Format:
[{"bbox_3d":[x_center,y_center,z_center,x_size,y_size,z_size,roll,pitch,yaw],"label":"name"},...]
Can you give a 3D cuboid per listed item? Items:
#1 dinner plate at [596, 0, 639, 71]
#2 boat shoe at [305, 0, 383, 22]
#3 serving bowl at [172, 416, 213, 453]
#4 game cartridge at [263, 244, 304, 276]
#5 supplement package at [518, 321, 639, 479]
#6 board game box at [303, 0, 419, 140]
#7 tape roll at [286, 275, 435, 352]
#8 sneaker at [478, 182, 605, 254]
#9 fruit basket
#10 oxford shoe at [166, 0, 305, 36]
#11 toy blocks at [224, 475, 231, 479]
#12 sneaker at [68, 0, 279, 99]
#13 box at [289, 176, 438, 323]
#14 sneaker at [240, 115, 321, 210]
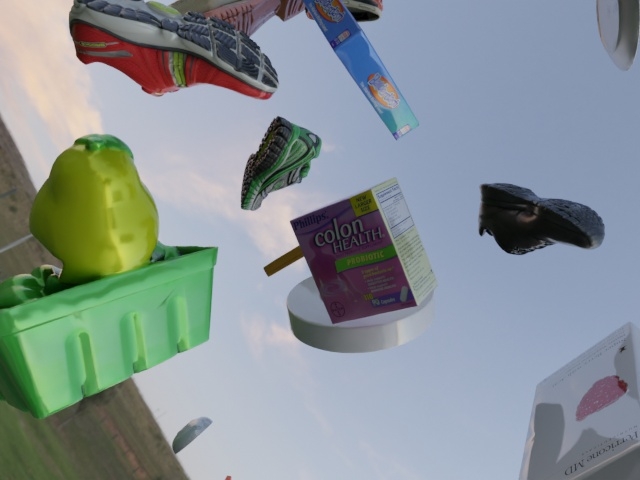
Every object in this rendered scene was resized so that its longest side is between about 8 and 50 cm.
[{"bbox_3d":[0.342,-0.268,0.588,0.017,0.141,0.141,-10,-66,17],"label":"dinner plate"},{"bbox_3d":[0.038,-0.390,0.858,0.136,0.043,0.049,1,-21,12],"label":"boat shoe"},{"bbox_3d":[-0.236,0.347,0.914,0.027,0.083,0.083,51,-33,4],"label":"serving bowl"},{"bbox_3d":[0.000,0.000,1.668,0.285,0.323,0.053,-31,-88,47],"label":"game cartridge"},{"bbox_3d":[0.370,0.259,0.598,0.175,0.293,0.177,46,-61,10],"label":"supplement package"},{"bbox_3d":[0.060,-0.266,0.747,0.210,0.047,0.160,38,24,-52],"label":"board game box"},{"bbox_3d":[0.105,0.163,1.318,0.392,0.391,0.072,13,-63,47],"label":"tape roll"},{"bbox_3d":[0.403,-0.024,0.951,0.286,0.108,0.130,-136,-130,-64],"label":"sneaker"},{"bbox_3d":[-0.355,0.032,0.776,0.282,0.392,0.392,-2,-64,41],"label":"fruit basket"},{"bbox_3d":[-0.163,-0.427,0.872,0.147,0.396,0.140,57,-19,-3],"label":"oxford shoe"},{"bbox_3d":[-0.219,0.657,1.286,0.054,0.148,0.123,-38,-92,18],"label":"toy blocks"},{"bbox_3d":[-0.196,-0.248,0.698,0.278,0.107,0.118,16,-46,-16],"label":"sneaker"},{"bbox_3d":[0.089,0.025,1.042,0.213,0.117,0.243,-18,-84,37],"label":"box"},{"bbox_3d":[-0.112,-0.168,1.308,0.343,0.146,0.134,-40,-141,52],"label":"sneaker"}]
